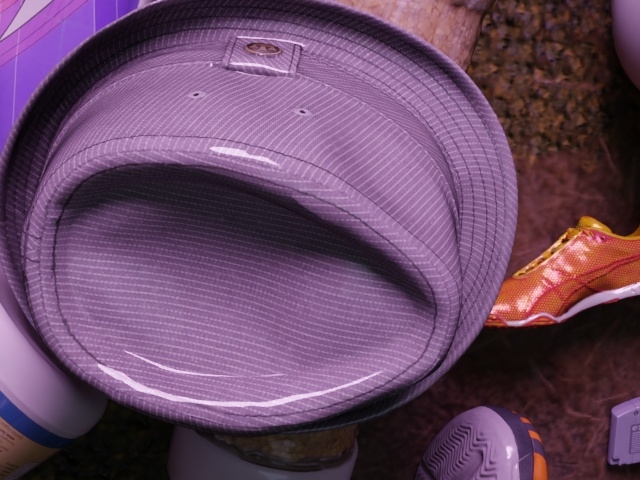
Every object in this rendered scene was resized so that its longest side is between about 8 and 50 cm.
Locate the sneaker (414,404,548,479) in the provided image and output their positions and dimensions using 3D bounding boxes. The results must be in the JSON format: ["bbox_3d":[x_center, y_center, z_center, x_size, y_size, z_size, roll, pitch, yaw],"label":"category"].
[{"bbox_3d":[0.169,0.252,0.726,0.180,0.124,0.321,-7,121,-16],"label":"sneaker"}]

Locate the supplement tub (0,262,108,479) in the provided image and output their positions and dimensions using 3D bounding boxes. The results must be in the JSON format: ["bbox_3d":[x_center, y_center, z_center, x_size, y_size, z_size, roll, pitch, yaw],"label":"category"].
[{"bbox_3d":[-0.241,0.097,0.541,0.200,0.144,0.144,-34,114,0],"label":"supplement tub"}]

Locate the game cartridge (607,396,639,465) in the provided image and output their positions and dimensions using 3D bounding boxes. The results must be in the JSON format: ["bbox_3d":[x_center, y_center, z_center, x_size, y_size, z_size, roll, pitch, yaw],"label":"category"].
[{"bbox_3d":[0.272,0.150,0.760,0.083,0.017,0.055,-6,114,-12],"label":"game cartridge"}]

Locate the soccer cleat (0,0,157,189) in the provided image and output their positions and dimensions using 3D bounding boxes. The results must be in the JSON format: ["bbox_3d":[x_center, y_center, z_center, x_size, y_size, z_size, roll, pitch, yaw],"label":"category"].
[{"bbox_3d":[-0.135,-0.148,0.504,0.117,0.108,0.318,9,110,-11],"label":"soccer cleat"}]

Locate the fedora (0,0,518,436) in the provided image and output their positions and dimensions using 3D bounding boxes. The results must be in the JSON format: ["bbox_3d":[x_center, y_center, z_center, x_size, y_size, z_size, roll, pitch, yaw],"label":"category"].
[{"bbox_3d":[-0.027,0.008,0.451,0.276,0.124,0.243,17,107,-8],"label":"fedora"}]

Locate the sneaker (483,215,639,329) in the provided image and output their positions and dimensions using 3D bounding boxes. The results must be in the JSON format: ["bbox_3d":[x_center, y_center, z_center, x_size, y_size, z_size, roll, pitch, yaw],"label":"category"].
[{"bbox_3d":[0.175,0.022,0.674,0.175,0.064,0.067,-18,93,-13],"label":"sneaker"}]

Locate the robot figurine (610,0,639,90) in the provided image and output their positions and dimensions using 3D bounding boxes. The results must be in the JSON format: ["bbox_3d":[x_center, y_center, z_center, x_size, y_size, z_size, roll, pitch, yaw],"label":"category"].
[{"bbox_3d":[0.316,-0.129,0.562,0.278,0.173,0.209,21,83,3],"label":"robot figurine"}]

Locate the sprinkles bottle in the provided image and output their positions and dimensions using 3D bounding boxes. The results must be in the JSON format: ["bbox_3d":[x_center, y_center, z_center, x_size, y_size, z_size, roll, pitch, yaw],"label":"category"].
[{"bbox_3d":[0.000,0.000,0.580,0.121,0.121,0.355,10,106,-17],"label":"sprinkles bottle"}]
